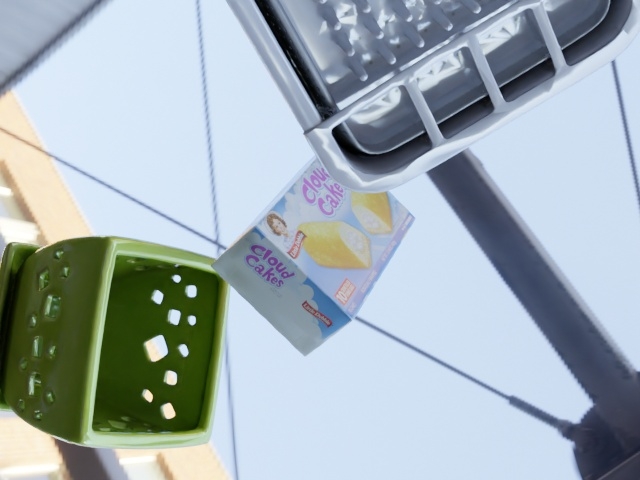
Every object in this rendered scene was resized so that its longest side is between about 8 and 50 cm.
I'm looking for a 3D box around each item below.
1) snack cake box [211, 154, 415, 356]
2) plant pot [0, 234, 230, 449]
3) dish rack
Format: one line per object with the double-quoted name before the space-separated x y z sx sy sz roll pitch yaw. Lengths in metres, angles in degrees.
"snack cake box" 0.000 0.000 1.278 0.152 0.264 0.089 46 -56 -6
"plant pot" -0.258 0.113 1.244 0.207 0.227 0.228 4 -97 33
"dish rack" 0.070 -0.217 0.757 0.285 0.333 0.072 -30 -139 3
